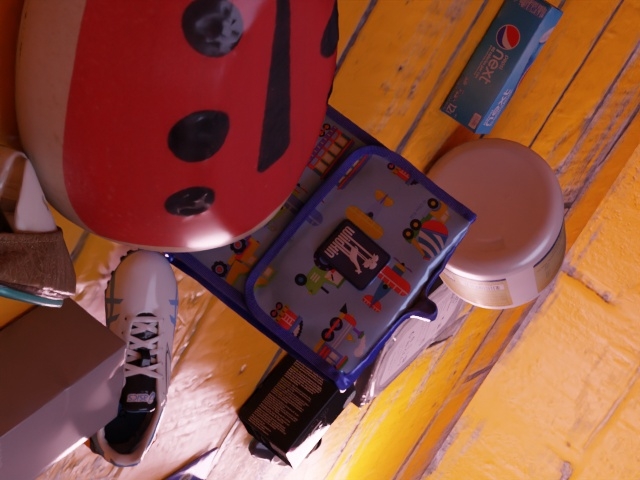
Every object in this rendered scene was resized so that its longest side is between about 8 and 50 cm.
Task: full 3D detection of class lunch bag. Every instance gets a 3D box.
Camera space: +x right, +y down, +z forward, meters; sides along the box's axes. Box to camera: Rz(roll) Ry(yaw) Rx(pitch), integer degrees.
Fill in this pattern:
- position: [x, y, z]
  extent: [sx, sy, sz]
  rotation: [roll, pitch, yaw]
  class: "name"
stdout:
- position: [0.000, 0.000, 1.269]
  extent: [0.221, 0.293, 0.138]
  rotation: [-51, 161, -9]
  class: "lunch bag"

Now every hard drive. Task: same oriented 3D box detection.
- position: [0.179, 0.139, 2.283]
  extent: [0.339, 0.064, 0.237]
  rotation: [-39, 156, -38]
  class: "hard drive"

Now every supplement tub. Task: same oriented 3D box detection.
- position: [0.285, -0.015, 2.011]
  extent: [0.228, 0.228, 0.316]
  rotation: [-52, 161, -5]
  class: "supplement tub"

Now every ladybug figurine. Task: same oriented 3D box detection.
- position: [-0.096, -0.141, 1.004]
  extent: [0.305, 0.162, 0.449]
  rotation: [-44, 159, -25]
  class: "ladybug figurine"

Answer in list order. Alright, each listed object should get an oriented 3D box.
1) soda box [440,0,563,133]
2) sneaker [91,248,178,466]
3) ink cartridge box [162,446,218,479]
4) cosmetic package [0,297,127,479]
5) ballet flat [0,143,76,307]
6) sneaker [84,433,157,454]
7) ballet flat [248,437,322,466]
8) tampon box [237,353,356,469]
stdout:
- position: [0.263, -0.260, 1.788]
  extent: [0.210, 0.067, 0.071]
  rotation: [-59, 160, 16]
  class: "soda box"
- position: [-0.188, 0.124, 1.283]
  extent: [0.085, 0.086, 0.237]
  rotation: [2, 107, -27]
  class: "sneaker"
- position: [-0.279, 0.499, 1.822]
  extent: [0.324, 0.071, 0.330]
  rotation: [-27, 149, -52]
  class: "ink cartridge box"
- position: [-0.299, 0.167, 1.156]
  extent: [0.238, 0.107, 0.127]
  rotation: [-40, 156, -42]
  class: "cosmetic package"
- position: [-0.278, -0.018, 0.913]
  extent: [0.342, 0.116, 0.124]
  rotation: [12, 94, -65]
  class: "ballet flat"
- position: [-0.229, 0.225, 1.445]
  extent: [0.084, 0.083, 0.215]
  rotation: [-51, 162, -12]
  class: "sneaker"
- position: [-0.050, 0.346, 2.088]
  extent: [0.074, 0.074, 0.203]
  rotation: [-57, 160, 10]
  class: "ballet flat"
- position: [-0.033, 0.254, 1.920]
  extent: [0.161, 0.101, 0.120]
  rotation: [-49, 161, -14]
  class: "tampon box"
